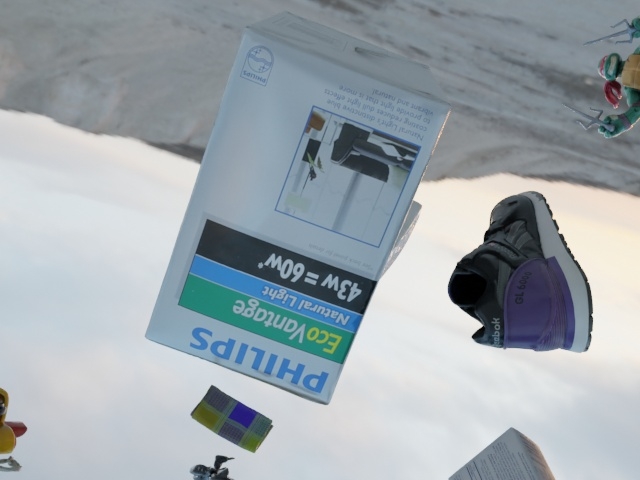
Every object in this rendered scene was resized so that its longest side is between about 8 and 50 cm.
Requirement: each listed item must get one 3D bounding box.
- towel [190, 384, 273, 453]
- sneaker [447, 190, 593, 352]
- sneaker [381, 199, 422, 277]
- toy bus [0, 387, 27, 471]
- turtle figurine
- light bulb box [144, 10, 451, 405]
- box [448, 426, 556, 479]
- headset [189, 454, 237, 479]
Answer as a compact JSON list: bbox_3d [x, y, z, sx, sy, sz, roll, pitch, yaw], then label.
[{"bbox_3d":[-0.095,0.193,0.890,0.083,0.009,0.060,31,-151,7],"label":"towel"},{"bbox_3d":[0.196,0.022,0.897,0.124,0.107,0.283,-4,-157,2],"label":"sneaker"},{"bbox_3d":[0.000,0.000,1.432,0.236,0.323,0.130,36,166,12],"label":"sneaker"},{"bbox_3d":[-0.526,0.255,1.242,0.202,0.105,0.191,12,-179,-8],"label":"toy bus"},{"bbox_3d":[0.464,-0.235,1.158,0.234,0.175,0.118,18,-148,41],"label":"turtle figurine"},{"bbox_3d":[-0.020,-0.062,1.006,0.225,0.361,0.358,21,-162,-2],"label":"light bulb box"},{"bbox_3d":[0.276,0.374,1.217,0.072,0.137,0.126,37,-161,-27],"label":"box"},{"bbox_3d":[-0.067,0.505,1.222,0.243,0.394,0.185,-33,-167,-29],"label":"headset"}]
